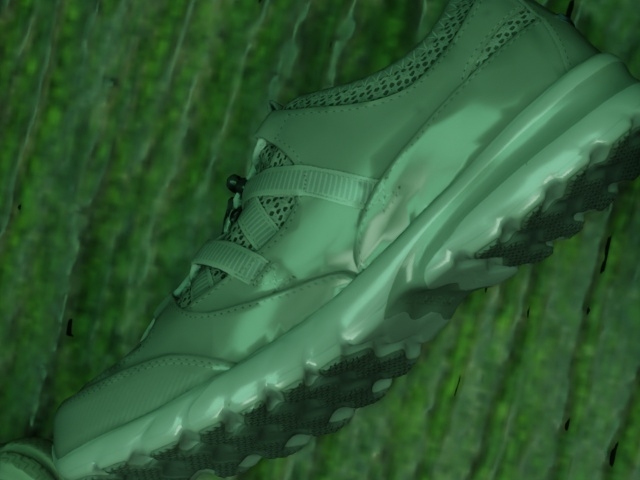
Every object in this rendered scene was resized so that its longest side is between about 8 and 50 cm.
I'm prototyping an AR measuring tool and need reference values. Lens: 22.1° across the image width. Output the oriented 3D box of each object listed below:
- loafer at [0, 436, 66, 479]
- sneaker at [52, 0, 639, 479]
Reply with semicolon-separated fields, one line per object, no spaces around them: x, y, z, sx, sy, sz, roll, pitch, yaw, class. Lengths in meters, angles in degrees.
-0.104;0.243;0.687;0.111;0.112;0.319;-22;80;16;loafer
0.000;0.000;0.672;0.281;0.105;0.115;-37;70;4;sneaker
